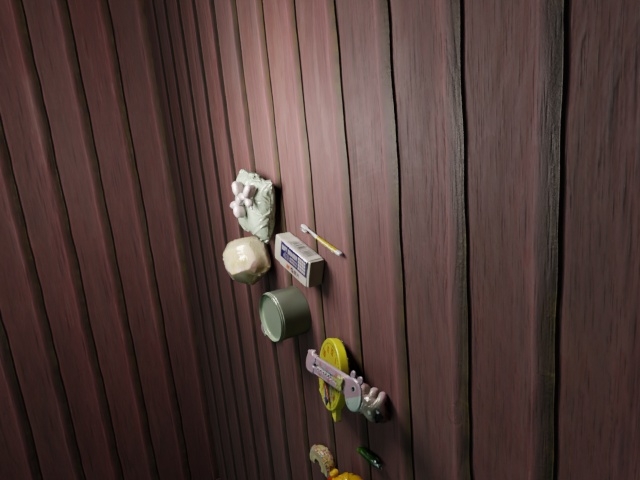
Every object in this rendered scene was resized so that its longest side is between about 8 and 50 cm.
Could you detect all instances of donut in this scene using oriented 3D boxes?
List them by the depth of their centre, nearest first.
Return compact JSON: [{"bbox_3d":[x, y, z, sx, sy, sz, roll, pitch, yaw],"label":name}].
[{"bbox_3d":[0.011,1.009,2.086,0.166,0.065,0.108,25,122,53],"label":"donut"}]

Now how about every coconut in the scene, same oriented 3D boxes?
[{"bbox_3d":[-0.349,0.102,2.181,0.227,0.226,0.231,-26,79,58],"label":"coconut"}]

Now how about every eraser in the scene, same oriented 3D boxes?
[{"bbox_3d":[-0.093,0.076,1.895,0.279,0.081,0.124,37,131,46],"label":"eraser"}]

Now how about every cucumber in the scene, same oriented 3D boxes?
[{"bbox_3d":[0.198,0.854,1.761,0.155,0.037,0.037,13,112,57],"label":"cucumber"}]

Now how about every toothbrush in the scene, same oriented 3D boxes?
[{"bbox_3d":[0.000,0.000,1.778,0.288,0.021,0.024,36,141,47],"label":"toothbrush"}]

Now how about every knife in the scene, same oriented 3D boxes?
[{"bbox_3d":[0.038,0.507,1.676,0.398,0.038,0.132,11,88,61],"label":"knife"}]

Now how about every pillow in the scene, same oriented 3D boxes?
[{"bbox_3d":[-0.298,-0.158,2.083,0.283,0.138,0.310,25,119,50],"label":"pillow"}]

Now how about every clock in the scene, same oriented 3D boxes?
[{"bbox_3d":[0.038,0.535,1.788,0.277,0.071,0.294,-156,72,-71],"label":"clock"}]

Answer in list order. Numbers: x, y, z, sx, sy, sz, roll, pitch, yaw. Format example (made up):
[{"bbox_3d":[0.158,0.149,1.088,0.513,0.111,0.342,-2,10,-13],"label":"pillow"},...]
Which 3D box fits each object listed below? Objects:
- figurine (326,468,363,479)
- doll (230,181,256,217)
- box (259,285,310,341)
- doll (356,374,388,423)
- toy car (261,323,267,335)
[{"bbox_3d":[0.108,1.093,1.838,0.320,0.195,0.324,31,137,57],"label":"figurine"},{"bbox_3d":[-0.351,-0.179,1.998,0.160,0.059,0.160,16,107,40],"label":"doll"},{"bbox_3d":[-0.166,0.332,2.041,0.226,0.149,0.226,26,122,52],"label":"box"},{"bbox_3d":[0.170,0.600,1.659,0.192,0.095,0.150,21,121,50],"label":"doll"},{"bbox_3d":[-0.250,0.454,2.309,0.142,0.055,0.069,-3,99,44],"label":"toy car"}]
